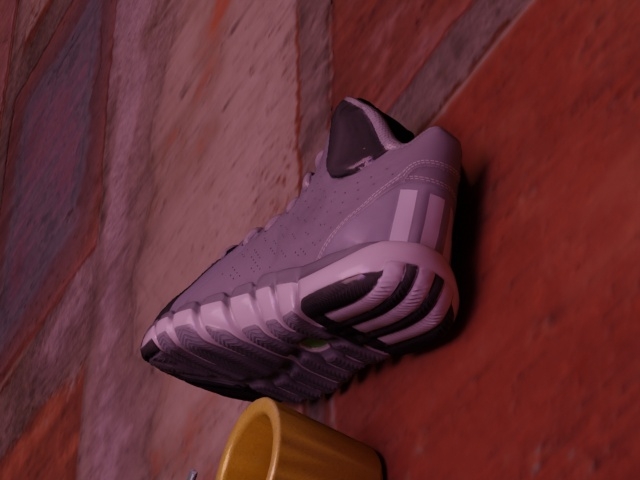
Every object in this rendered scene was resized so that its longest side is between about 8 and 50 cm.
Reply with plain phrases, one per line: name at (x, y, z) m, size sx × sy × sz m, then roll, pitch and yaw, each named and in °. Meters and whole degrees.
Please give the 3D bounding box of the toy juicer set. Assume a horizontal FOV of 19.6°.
toy juicer set at (-0.065, 0.249, 0.840) m, size 0.209 × 0.089 × 0.329 m, roll -40°, pitch 38°, yaw 53°

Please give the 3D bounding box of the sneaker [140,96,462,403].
sneaker at (0.000, 0.000, 0.915) m, size 0.228 × 0.086 × 0.132 m, roll -19°, pitch 49°, yaw 51°
